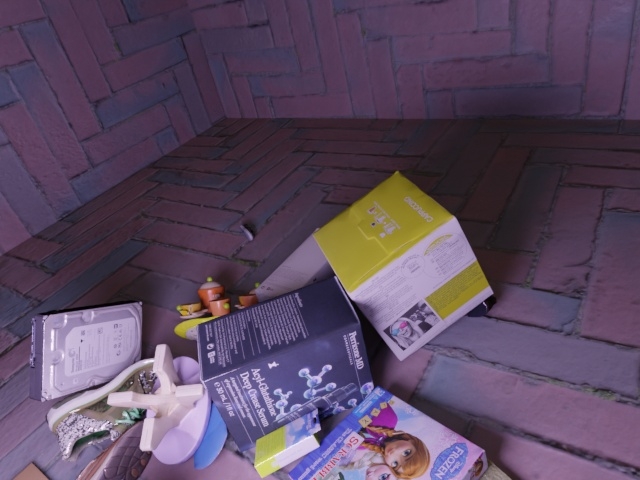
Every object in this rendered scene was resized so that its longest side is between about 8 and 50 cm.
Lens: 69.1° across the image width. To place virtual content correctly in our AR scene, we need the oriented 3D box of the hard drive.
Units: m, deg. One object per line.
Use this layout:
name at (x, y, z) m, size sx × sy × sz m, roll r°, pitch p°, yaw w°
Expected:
hard drive at (-0.682, 0.313, 1.387) m, size 0.064 × 0.237 × 0.338 m, roll 2°, pitch 0°, yaw 27°

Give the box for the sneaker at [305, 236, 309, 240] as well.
sneaker at (0.000, 0.000, 1.913) m, size 0.119 × 0.047 × 0.057 m, roll 1°, pitch 19°, yaw 17°

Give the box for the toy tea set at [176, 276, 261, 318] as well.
toy tea set at (-0.321, 0.184, 1.598) m, size 0.335 × 0.125 × 0.200 m, roll -8°, pitch 0°, yaw 18°

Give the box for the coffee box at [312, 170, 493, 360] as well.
coffee box at (0.233, 0.063, 1.371) m, size 0.338 × 0.334 × 0.338 m, roll -36°, pitch 34°, yaw 3°

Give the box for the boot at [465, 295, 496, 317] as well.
boot at (0.434, 0.192, 1.449) m, size 0.219 × 0.082 × 0.106 m, roll 5°, pitch 10°, yaw 44°

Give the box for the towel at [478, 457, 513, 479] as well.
towel at (0.347, 0.525, 1.001) m, size 0.110 × 0.027 × 0.148 m, roll -33°, pitch 38°, yaw -25°

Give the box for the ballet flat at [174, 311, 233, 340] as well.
ballet flat at (-0.386, 0.301, 1.577) m, size 0.230 × 0.077 × 0.077 m, roll -12°, pitch 38°, yaw 0°

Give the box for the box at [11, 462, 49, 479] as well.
box at (-0.793, 0.694, 1.192) m, size 0.164 × 0.021 × 0.201 m, roll 12°, pitch 41°, yaw 34°

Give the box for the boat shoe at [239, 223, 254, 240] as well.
boat shoe at (-0.325, -0.042, 2.089) m, size 0.040 × 0.049 × 0.142 m, roll -25°, pitch 32°, yaw -17°

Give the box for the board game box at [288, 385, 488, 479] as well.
board game box at (0.143, 0.512, 1.034) m, size 0.318 × 0.066 × 0.317 m, roll -35°, pitch 32°, yaw -29°

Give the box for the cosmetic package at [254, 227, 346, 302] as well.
cosmetic package at (-0.034, 0.141, 1.570) m, size 0.155 × 0.197 × 0.365 m, roll 12°, pitch 43°, yaw 35°

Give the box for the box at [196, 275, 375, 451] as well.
box at (-0.085, 0.321, 1.227) m, size 0.395 × 0.294 × 0.212 m, roll -20°, pitch 34°, yaw -7°

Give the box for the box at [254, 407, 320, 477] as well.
box at (-0.073, 0.492, 1.138) m, size 0.178 × 0.043 × 0.109 m, roll -28°, pitch 10°, yaw -1°

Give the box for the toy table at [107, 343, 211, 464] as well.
toy table at (-0.392, 0.419, 1.201) m, size 0.251 × 0.161 × 0.275 m, roll -18°, pitch 57°, yaw 2°

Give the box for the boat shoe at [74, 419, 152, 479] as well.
boat shoe at (-0.549, 0.589, 1.167) m, size 0.116 × 0.123 × 0.324 m, roll -5°, pitch 28°, yaw 27°

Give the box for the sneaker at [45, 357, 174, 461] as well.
sneaker at (-0.558, 0.491, 1.327) m, size 0.410 × 0.158 × 0.182 m, roll -27°, pitch 49°, yaw -11°

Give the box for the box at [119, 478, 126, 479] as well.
box at (-0.411, 0.675, 0.849) m, size 0.294 × 0.183 × 0.296 m, roll -39°, pitch 34°, yaw 6°

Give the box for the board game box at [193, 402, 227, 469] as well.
board game box at (-0.281, 0.512, 1.221) m, size 0.133 × 0.033 × 0.169 m, roll -46°, pitch 34°, yaw 11°
